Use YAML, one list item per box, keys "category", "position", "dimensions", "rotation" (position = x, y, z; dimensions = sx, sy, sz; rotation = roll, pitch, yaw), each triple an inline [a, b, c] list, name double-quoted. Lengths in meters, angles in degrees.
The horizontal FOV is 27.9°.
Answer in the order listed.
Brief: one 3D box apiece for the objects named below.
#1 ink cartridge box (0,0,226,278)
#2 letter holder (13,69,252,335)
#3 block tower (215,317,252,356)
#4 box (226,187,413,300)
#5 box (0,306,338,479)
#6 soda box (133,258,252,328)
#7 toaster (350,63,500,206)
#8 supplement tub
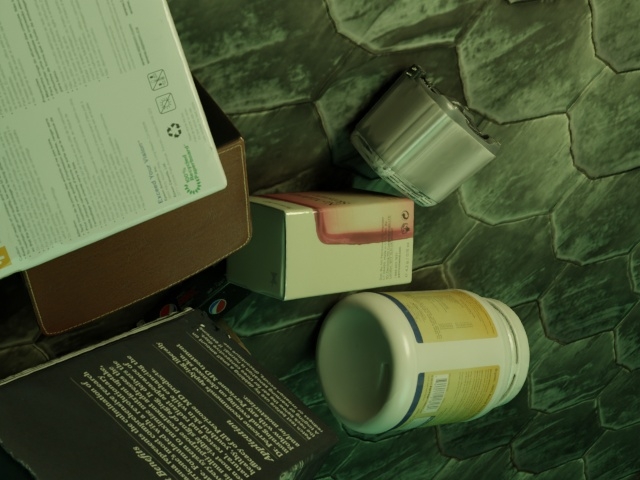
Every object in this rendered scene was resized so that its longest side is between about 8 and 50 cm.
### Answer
- category: "ink cartridge box"
  position: [-0.302, -0.151, 1.399]
  dimensions: [0.330, 0.071, 0.324]
  rotation: [-23, 109, -18]
- category: "letter holder"
  position: [-0.253, -0.041, 1.610]
  dimensions: [0.301, 0.152, 0.214]
  rotation: [-26, 143, -18]
- category: "block tower"
  position: [-0.262, 0.217, 1.918]
  dimensions: [0.335, 0.097, 0.091]
  rotation: [-19, 139, -28]
- category: "box"
  position: [0.000, 0.000, 1.839]
  dimensions: [0.232, 0.148, 0.127]
  rotation: [-6, 103, -37]
- category: "box"
  position: [-0.295, 0.391, 1.626]
  dimensions: [0.471, 0.297, 0.480]
  rotation: [-18, 144, -58]
- category: "soda box"
  position: [-0.186, 0.099, 1.889]
  dimensions: [0.169, 0.053, 0.060]
  rotation: [-38, 144, -1]
- category: "toaster"
  position: [0.146, -0.147, 1.858]
  dimensions: [0.146, 0.129, 0.227]
  rotation: [-45, 144, 11]
- category: "supplement tub"
  position: [0.174, 0.196, 2.152]
  dimensions: [0.316, 0.228, 0.228]
  rotation: [0, 128, -40]
